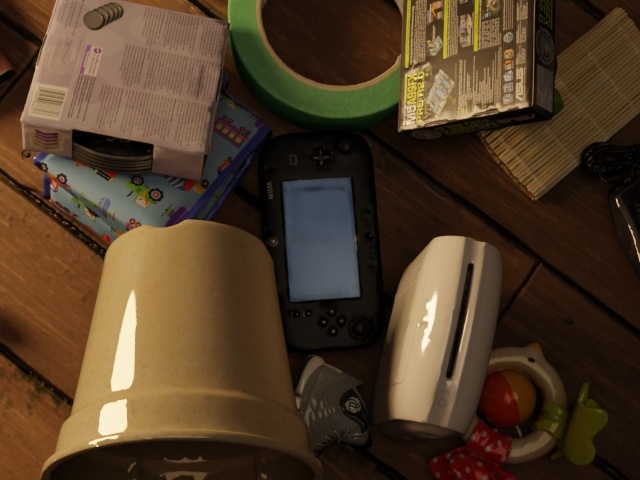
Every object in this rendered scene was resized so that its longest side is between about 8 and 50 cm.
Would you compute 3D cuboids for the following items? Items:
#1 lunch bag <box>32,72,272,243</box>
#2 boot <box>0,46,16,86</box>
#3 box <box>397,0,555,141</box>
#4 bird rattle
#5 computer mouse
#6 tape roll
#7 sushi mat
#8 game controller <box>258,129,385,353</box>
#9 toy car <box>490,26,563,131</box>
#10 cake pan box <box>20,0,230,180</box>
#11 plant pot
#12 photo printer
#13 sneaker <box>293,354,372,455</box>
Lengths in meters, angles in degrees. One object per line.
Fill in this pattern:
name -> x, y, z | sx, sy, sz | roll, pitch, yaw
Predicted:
lunch bag -> -0.221, -0.135, 1.538 | 0.221, 0.138, 0.293 | 34, 68, 5
boot -> -0.582, -0.278, 1.542 | 0.248, 0.090, 0.207 | -25, 80, -13
box -> 0.212, -0.284, 1.487 | 0.060, 0.216, 0.270 | 16, 72, -47
bird rattle -> 0.264, 0.255, 1.518 | 0.253, 0.143, 0.207 | -22, 69, 4
computer mouse -> 0.502, -0.025, 1.605 | 0.188, 0.072, 0.272 | -9, 68, -7
tape roll -> 0.022, -0.323, 1.614 | 0.321, 0.077, 0.321 | 1, 78, -5
sushi mat -> 0.389, -0.210, 1.653 | 0.316, 0.019, 0.151 | -39, 85, -11
game controller -> 0.000, 0.000, 1.548 | 0.166, 0.067, 0.319 | -2, 78, -10
toy car -> 0.280, -0.275, 1.556 | 0.149, 0.188, 0.155 | -14, 67, -8
cake pan box -> -0.259, -0.212, 1.479 | 0.245, 0.070, 0.267 | 8, 54, -6
plant pot -> -0.167, 0.156, 1.364 | 0.333, 0.334, 0.305 | 0, 61, -5
photo printer -> 0.150, 0.133, 1.414 | 0.107, 0.307, 0.256 | 14, 77, -2
sneaker -> 0.001, 0.280, 1.485 | 0.132, 0.086, 0.229 | 22, 76, -3
